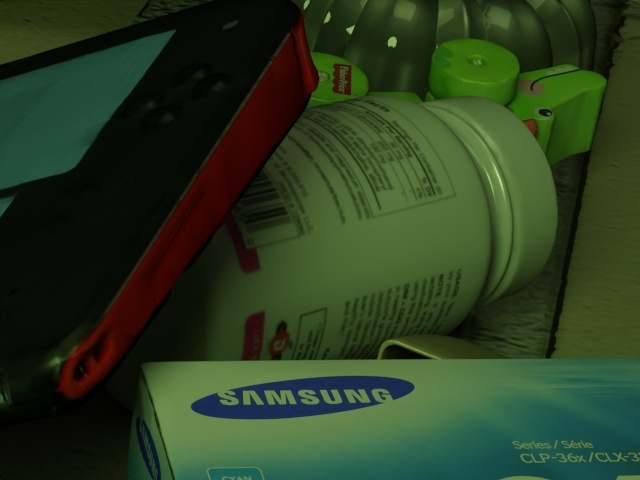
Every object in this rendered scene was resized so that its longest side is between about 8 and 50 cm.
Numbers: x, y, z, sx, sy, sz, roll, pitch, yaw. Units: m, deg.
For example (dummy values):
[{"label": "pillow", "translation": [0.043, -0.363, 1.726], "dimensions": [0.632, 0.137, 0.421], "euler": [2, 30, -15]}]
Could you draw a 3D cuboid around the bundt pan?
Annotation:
[{"label": "bundt pan", "translation": [0.075, -0.187, 1.544], "dimensions": [0.331, 0.124, 0.331], "euler": [8, 29, -5]}]

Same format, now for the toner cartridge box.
[{"label": "toner cartridge box", "translation": [0.101, 0.123, 0.829], "dimensions": [0.348, 0.075, 0.165], "euler": [0, 27, -16]}]

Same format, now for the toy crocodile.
[{"label": "toy crocodile", "translation": [0.060, -0.063, 1.328], "dimensions": [0.340, 0.115, 0.105], "euler": [-9, 40, -29]}]

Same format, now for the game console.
[{"label": "game console", "translation": [-0.207, 0.001, 0.949], "dimensions": [0.386, 0.060, 0.342], "euler": [-13, 24, 28]}]

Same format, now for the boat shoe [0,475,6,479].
[{"label": "boat shoe", "translation": [-0.099, 0.244, 0.629], "dimensions": [0.187, 0.156, 0.500], "euler": [-21, 34, -9]}]

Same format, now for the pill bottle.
[{"label": "pill bottle", "translation": [0.000, 0.000, 1.142], "dimensions": [0.283, 0.160, 0.160], "euler": [-14, 38, -39]}]

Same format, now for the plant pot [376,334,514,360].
[{"label": "plant pot", "translation": [0.084, 0.110, 1.046], "dimensions": [0.109, 0.109, 0.096], "euler": [21, 17, 16]}]
